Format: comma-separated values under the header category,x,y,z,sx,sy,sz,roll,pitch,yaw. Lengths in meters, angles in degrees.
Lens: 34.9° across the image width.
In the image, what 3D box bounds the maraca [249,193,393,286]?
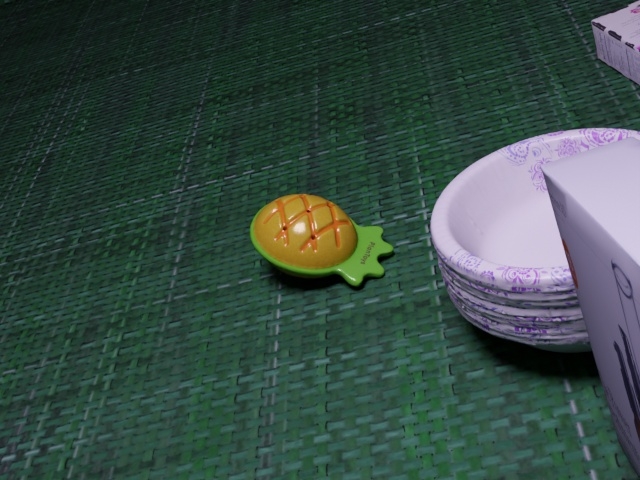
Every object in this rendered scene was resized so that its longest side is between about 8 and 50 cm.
category,x,y,z,sx,sy,sz,roll,pitch,yaw
maraca,0.000,0.000,1.315,0.186,0.099,0.127,18,51,9

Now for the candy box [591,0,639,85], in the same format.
category,x,y,z,sx,sy,sz,roll,pitch,yaw
candy box,0.520,-0.284,1.473,0.159,0.071,0.233,-23,33,-3

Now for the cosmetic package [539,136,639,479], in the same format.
category,x,y,z,sx,sy,sz,roll,pitch,yaw
cosmetic package,0.271,0.093,0.751,0.098,0.284,0.377,-15,12,6

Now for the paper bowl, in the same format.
category,x,y,z,sx,sy,sz,roll,pitch,yaw
paper bowl,0.271,0.009,1.102,0.284,0.148,0.284,-15,33,10
